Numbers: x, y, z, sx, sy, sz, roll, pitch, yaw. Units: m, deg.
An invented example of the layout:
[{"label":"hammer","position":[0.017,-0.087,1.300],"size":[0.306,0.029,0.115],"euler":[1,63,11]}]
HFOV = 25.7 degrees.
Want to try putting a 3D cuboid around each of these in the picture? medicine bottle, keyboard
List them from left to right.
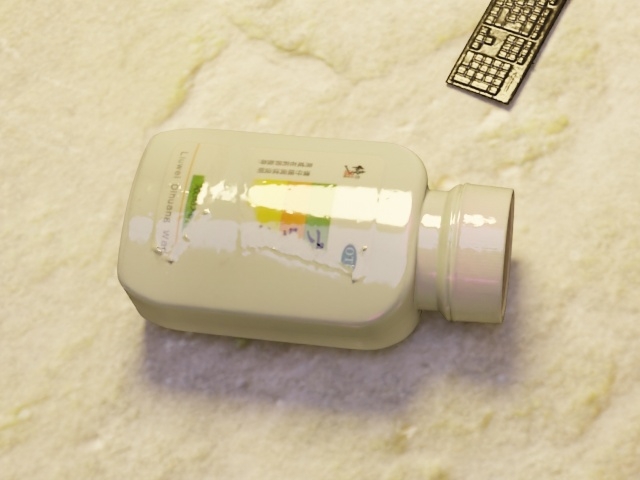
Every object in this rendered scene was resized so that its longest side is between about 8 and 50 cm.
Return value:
[{"label":"medicine bottle","position":[0.000,0.000,1.098],"size":[0.296,0.111,0.161],"euler":[7,66,10]},{"label":"keyboard","position":[0.180,-0.205,1.224],"size":[0.063,0.010,0.198],"euler":[23,70,20]}]
